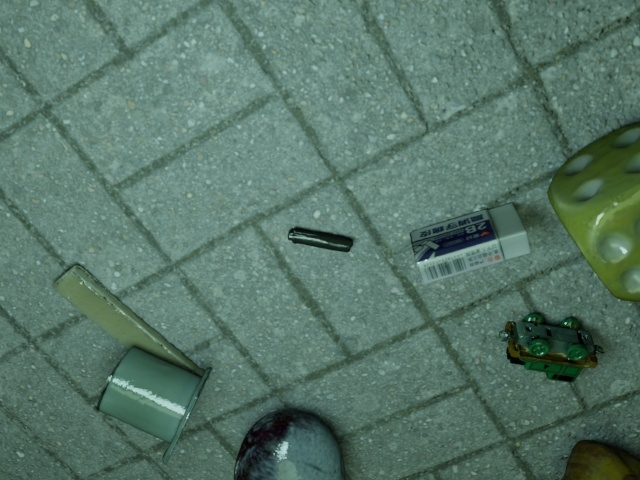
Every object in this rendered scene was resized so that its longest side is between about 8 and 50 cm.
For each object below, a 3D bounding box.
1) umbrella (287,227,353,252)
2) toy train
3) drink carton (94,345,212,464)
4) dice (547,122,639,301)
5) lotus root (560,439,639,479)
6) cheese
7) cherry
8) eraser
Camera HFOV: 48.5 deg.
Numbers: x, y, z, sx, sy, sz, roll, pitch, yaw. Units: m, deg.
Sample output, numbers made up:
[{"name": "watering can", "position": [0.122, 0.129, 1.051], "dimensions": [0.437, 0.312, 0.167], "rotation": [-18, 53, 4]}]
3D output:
[{"name": "umbrella", "position": [0.000, 0.001, 1.436], "dimensions": [0.133, 0.031, 0.036], "rotation": [12, 117, -3]}, {"name": "toy train", "position": [0.486, 0.235, 1.516], "dimensions": [0.228, 0.091, 0.136], "rotation": [7, 129, -2]}, {"name": "drink carton", "position": [-0.354, 0.328, 1.528], "dimensions": [0.190, 0.185, 0.191], "rotation": [28, 121, 0]}, {"name": "dice", "position": [0.567, -0.054, 1.268], "dimensions": [0.238, 0.233, 0.227], "rotation": [-34, 112, 19]}, {"name": "lotus root", "position": [0.671, 0.565, 1.608], "dimensions": [0.199, 0.180, 0.188], "rotation": [22, 76, -9]}, {"name": "cheese", "position": [-0.412, 0.206, 1.565], "dimensions": [0.085, 0.034, 0.400], "rotation": [-36, 112, 19]}, {"name": "cherry", "position": [-0.069, 0.525, 1.625], "dimensions": [0.255, 0.218, 0.296], "rotation": [7, 114, 6]}, {"name": "eraser", "position": [0.285, 0.004, 1.373], "dimensions": [0.210, 0.124, 0.068], "rotation": [-17, 116, 11]}]
